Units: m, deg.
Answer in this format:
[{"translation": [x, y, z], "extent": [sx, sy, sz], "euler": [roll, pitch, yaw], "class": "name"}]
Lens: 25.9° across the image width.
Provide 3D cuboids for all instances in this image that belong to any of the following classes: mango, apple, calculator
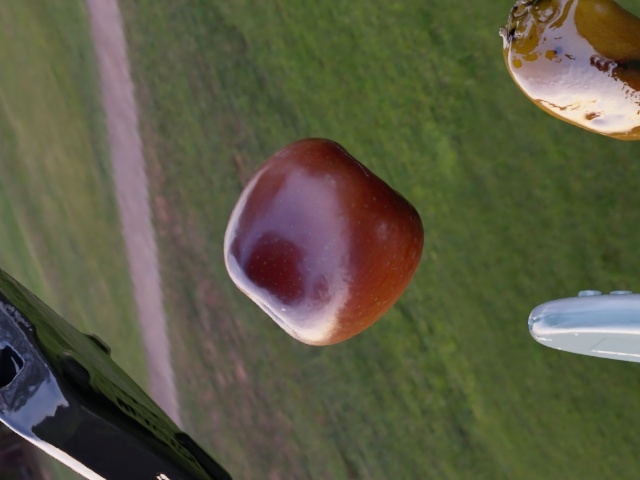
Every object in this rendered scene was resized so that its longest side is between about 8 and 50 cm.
[{"translation": [0.369, -0.232, 1.853], "extent": [0.201, 0.287, 0.152], "euler": [-43, 32, 51], "class": "mango"}, {"translation": [0.000, 0.000, 1.294], "extent": [0.181, 0.168, 0.181], "euler": [42, 176, 3], "class": "apple"}, {"translation": [0.304, 0.070, 1.037], "extent": [0.184, 0.295, 0.042], "euler": [81, -168, -78], "class": "calculator"}]

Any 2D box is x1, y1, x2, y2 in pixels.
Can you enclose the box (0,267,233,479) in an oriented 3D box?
[{"translation": [-0.202, 0.116, 1.115], "extent": [0.290, 0.073, 0.289], "euler": [37, 174, 43], "class": "box"}]
